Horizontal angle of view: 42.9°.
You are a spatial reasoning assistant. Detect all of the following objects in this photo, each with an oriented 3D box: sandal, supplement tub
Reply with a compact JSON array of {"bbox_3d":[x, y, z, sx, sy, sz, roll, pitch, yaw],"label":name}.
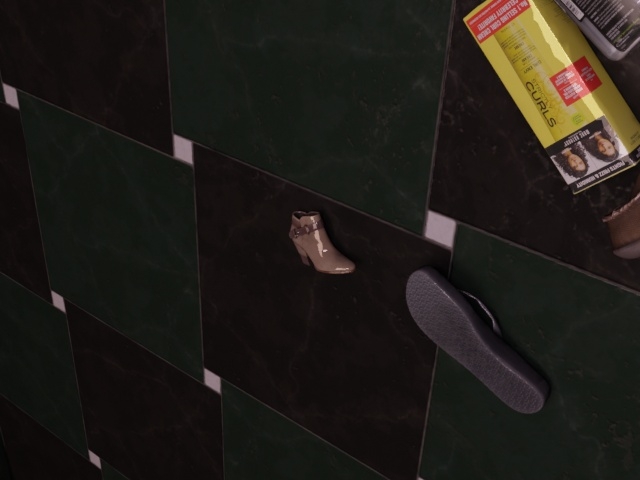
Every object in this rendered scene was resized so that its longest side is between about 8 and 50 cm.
[{"bbox_3d":[0.214,0.132,1.123,0.254,0.054,0.097,47,144,-4],"label":"sandal"},{"bbox_3d":[0.263,-0.277,0.777,0.190,0.117,0.117,51,137,7],"label":"supplement tub"}]

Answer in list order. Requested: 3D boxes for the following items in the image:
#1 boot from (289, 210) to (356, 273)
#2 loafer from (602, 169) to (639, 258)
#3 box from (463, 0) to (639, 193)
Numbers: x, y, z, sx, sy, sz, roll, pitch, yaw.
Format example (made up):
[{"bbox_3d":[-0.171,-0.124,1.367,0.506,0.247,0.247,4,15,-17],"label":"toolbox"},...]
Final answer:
[{"bbox_3d":[0.000,0.000,1.235,0.118,0.042,0.087,9,118,38],"label":"boot"},{"bbox_3d":[0.383,-0.132,0.762,0.130,0.133,0.366,46,127,17],"label":"loafer"},{"bbox_3d":[0.258,-0.172,0.886,0.087,0.058,0.232,-30,93,48],"label":"box"}]
